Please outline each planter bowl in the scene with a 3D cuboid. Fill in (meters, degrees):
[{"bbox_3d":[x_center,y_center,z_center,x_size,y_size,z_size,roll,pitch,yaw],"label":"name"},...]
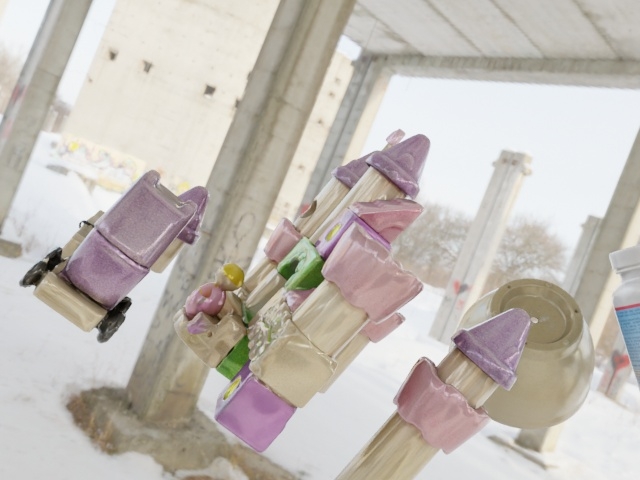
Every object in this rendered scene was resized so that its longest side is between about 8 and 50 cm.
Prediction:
[{"bbox_3d":[0.229,0.110,0.689,0.162,0.162,0.109,22,-38,22],"label":"planter bowl"}]

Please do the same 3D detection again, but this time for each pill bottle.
[{"bbox_3d":[0.330,0.081,0.582,0.087,0.160,0.087,-13,-11,-2],"label":"pill bottle"}]

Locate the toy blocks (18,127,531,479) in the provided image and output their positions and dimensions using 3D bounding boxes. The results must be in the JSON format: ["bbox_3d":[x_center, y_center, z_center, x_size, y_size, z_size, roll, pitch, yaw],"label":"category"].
[{"bbox_3d":[0.000,0.000,0.513,0.309,0.260,0.288,40,4,-15],"label":"toy blocks"}]
